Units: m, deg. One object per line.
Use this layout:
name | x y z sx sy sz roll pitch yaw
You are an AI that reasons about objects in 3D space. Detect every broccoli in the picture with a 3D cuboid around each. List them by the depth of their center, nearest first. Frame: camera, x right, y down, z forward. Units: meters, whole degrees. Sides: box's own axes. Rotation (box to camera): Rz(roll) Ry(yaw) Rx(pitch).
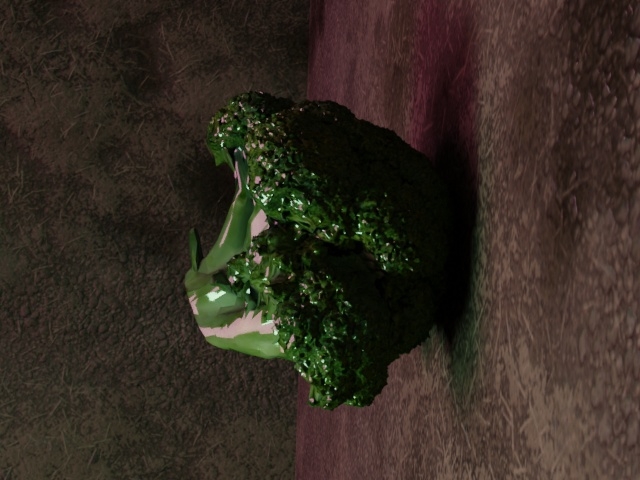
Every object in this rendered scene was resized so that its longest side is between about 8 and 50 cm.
broccoli | 0.003 0.003 1.286 0.310 0.321 0.414 -49 53 35
